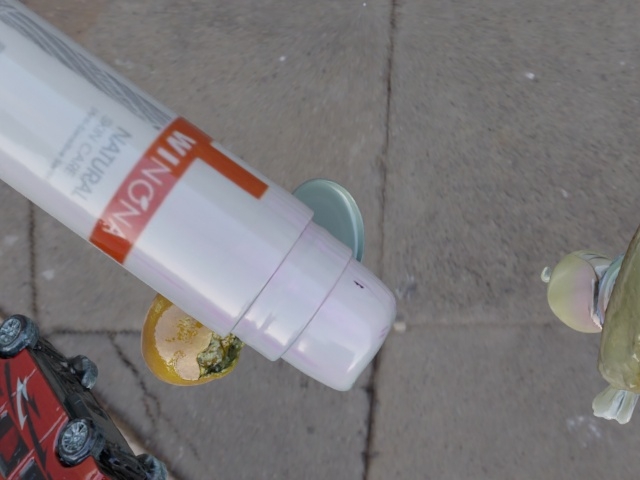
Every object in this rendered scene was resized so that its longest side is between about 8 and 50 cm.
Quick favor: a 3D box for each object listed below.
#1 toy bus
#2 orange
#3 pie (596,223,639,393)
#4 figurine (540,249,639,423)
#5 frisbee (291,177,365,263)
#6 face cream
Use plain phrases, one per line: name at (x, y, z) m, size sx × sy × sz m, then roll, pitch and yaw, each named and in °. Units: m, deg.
toy bus at (-0.185, 0.136, 0.755) m, size 0.089 × 0.195 × 0.081 m, roll -45°, pitch 136°, yaw -2°
orange at (-0.169, 0.123, 1.481) m, size 0.134 × 0.154 × 0.154 m, roll 17°, pitch 102°, yaw 4°
pie at (0.360, 0.009, 0.977) m, size 0.092 × 0.315 × 0.315 m, roll 40°, pitch 104°, yaw 32°
figurine at (0.395, 0.094, 1.387) m, size 0.227 × 0.394 × 0.274 m, roll 34°, pitch 84°, yaw -20°
frisbee at (0.000, 0.000, 0.964) m, size 0.014 × 0.110 × 0.110 m, roll -1°, pitch 106°, yaw 43°
face cream at (-0.102, -0.028, 0.686) m, size 0.346 × 0.102 × 0.102 m, roll 35°, pitch 101°, yaw -2°
